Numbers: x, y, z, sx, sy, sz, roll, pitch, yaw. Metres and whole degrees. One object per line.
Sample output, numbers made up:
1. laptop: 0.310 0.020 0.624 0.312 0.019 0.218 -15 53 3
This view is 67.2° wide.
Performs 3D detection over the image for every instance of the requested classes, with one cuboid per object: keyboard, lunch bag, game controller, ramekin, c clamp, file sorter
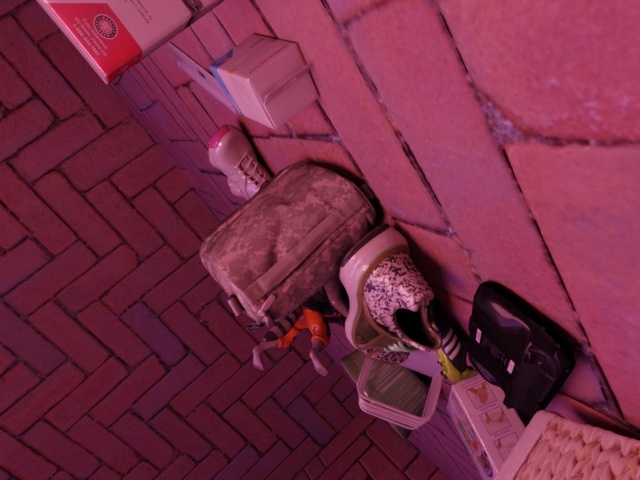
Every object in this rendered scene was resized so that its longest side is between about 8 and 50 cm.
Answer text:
1. keyboard: -0.268 -0.375 1.108 0.256 0.014 0.072 41 160 26
2. lunch bag: -0.062 0.007 0.890 0.212 0.305 0.256 51 168 -12
3. game controller: 0.308 0.184 0.780 0.166 0.067 0.319 57 173 34
4. ramekin: 0.214 0.439 1.491 0.303 0.148 0.303 49 176 5
5. c clamp: 0.286 0.370 1.437 0.161 0.022 0.137 54 161 -17
6. file sorter: 0.196 0.350 1.195 0.192 0.173 0.278 17 158 13

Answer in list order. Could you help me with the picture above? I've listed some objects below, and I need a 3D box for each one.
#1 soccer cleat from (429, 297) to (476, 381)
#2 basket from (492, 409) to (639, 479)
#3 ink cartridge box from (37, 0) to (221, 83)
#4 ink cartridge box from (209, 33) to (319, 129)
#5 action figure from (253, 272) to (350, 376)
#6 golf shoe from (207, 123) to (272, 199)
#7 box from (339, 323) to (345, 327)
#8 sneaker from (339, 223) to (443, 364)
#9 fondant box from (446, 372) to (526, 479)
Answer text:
1. soccer cleat: 0.253 0.189 0.948 0.060 0.072 0.179 -137 28 -84
2. basket: 0.406 0.470 0.641 0.328 0.331 0.266 46 159 -9
3. ink cartridge box: -0.223 -0.335 0.584 0.172 0.237 0.100 54 168 -22
4. ink cartridge box: -0.080 -0.236 0.717 0.143 0.092 0.090 36 162 45
5. action figure: 0.012 0.149 1.133 0.341 0.330 0.178 -19 122 42
6. golf shoe: -0.179 -0.178 1.207 0.140 0.115 0.306 34 170 17
7. box: 0.089 0.210 1.361 0.183 0.056 0.231 23 179 -26
8. sneaker: 0.145 0.162 0.905 0.182 0.158 0.410 50 167 38
9. fondant box: 0.378 0.455 0.975 0.238 0.096 0.330 70 175 -58
